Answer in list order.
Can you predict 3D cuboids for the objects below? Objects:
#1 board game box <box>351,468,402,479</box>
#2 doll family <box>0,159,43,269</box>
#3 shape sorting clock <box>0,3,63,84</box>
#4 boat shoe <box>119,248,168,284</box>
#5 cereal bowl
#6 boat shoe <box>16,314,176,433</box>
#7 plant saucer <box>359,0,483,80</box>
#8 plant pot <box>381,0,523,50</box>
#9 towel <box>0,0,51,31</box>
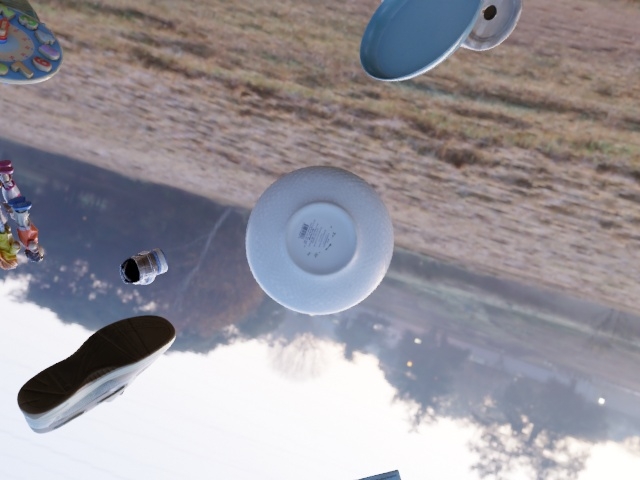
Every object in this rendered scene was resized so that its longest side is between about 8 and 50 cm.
[{"bbox_3d":[0.057,0.480,1.071,0.142,0.275,0.144,1,153,-39],"label":"board game box"},{"bbox_3d":[-0.643,-0.037,1.569,0.118,0.163,0.263,-17,-142,-22],"label":"doll family"},{"bbox_3d":[-0.533,-0.334,1.296,0.206,0.040,0.206,17,-139,-15],"label":"shape sorting clock"},{"bbox_3d":[-0.373,0.056,1.585,0.066,0.066,0.183,-17,174,-32],"label":"boat shoe"},{"bbox_3d":[0.000,0.000,1.708,0.339,0.339,0.141,18,180,-2],"label":"cereal bowl"},{"bbox_3d":[-0.399,0.243,1.420,0.109,0.302,0.098,39,147,30],"label":"boat shoe"},{"bbox_3d":[0.221,-0.465,1.667,0.043,0.318,0.317,35,168,-37],"label":"plant saucer"},{"bbox_3d":[0.358,-0.624,1.972,0.323,0.323,0.280,20,-158,-39],"label":"plant pot"},{"bbox_3d":[-0.701,-0.516,1.549,0.271,0.040,0.370,20,-161,-39],"label":"towel"}]
